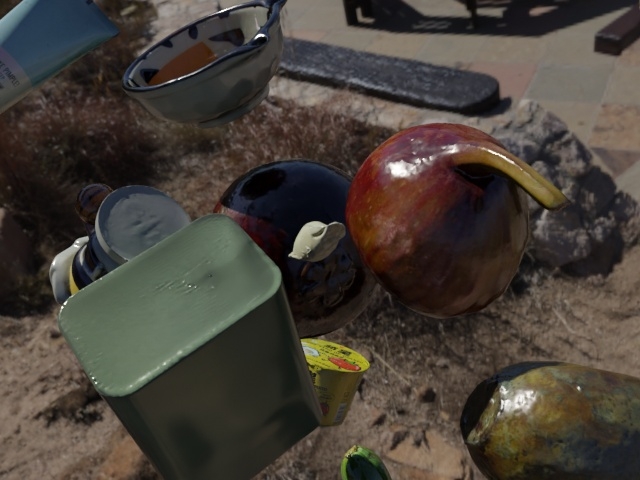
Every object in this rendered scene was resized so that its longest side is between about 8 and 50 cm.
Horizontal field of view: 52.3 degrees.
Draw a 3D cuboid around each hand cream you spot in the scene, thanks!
[{"bbox_3d":[-0.399,-0.224,0.823,0.070,0.111,0.312,-8,37,51],"label":"hand cream"}]

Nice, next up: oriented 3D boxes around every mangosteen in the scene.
[{"bbox_3d":[-0.050,0.005,1.115,0.306,0.306,0.359,-25,23,-11],"label":"mangosteen"}]

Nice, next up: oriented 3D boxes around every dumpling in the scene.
[{"bbox_3d":[0.001,0.001,0.766,0.059,0.077,0.043,-10,47,-50],"label":"dumpling"}]

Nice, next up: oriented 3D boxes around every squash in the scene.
[{"bbox_3d":[0.087,0.416,0.997,0.077,0.219,0.068,-15,8,-6],"label":"squash"}]

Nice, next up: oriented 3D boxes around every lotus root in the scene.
[{"bbox_3d":[0.392,0.303,0.988,0.346,0.250,0.250,16,40,-10],"label":"lotus root"}]

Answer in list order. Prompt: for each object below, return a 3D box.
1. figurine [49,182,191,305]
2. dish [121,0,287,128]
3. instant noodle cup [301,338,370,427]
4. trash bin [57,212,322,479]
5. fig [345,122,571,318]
[{"bbox_3d":[-0.276,0.030,0.870,0.133,0.236,0.176,-28,76,-43],"label":"figurine"},{"bbox_3d":[-0.167,-0.269,1.049,0.303,0.120,0.303,-17,36,13],"label":"dish"},{"bbox_3d":[0.002,0.316,1.433,0.182,0.144,0.182,15,8,-2],"label":"instant noodle cup"},{"bbox_3d":[-0.127,0.155,0.753,0.223,0.343,0.158,-33,60,-20],"label":"trash bin"},{"bbox_3d":[0.114,-0.038,0.565,0.175,0.207,0.175,5,57,-7],"label":"fig"}]
